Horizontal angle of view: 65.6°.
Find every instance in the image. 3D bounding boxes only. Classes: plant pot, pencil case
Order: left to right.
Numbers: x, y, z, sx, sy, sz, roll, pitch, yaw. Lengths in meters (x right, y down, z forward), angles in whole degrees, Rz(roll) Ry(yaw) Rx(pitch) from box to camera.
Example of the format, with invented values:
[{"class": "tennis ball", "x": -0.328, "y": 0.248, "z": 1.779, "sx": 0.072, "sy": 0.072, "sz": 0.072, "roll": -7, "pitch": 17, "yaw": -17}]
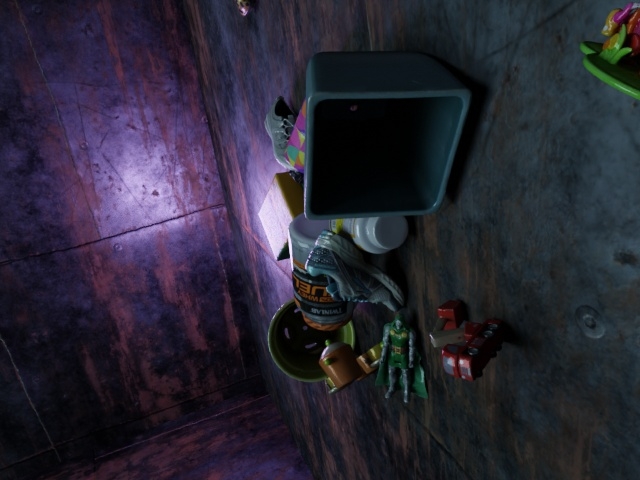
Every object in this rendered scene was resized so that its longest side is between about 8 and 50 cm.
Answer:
[{"class": "plant pot", "x": -0.040, "y": 0.309, "z": 1.676, "sx": 0.254, "sy": 0.276, "sz": 0.275, "roll": 159, "pitch": 94, "yaw": -83}, {"class": "pencil case", "x": -0.005, "y": -0.253, "z": 1.114, "sx": 0.104, "sy": 0.105, "sz": 0.236, "roll": 64, "pitch": 151, "yaw": 26}, {"class": "plant pot", "x": 0.083, "y": -0.214, "z": 0.886, "sx": 0.247, "sy": 0.247, "sz": 0.252, "roll": 93, "pitch": 170, "yaw": -45}]

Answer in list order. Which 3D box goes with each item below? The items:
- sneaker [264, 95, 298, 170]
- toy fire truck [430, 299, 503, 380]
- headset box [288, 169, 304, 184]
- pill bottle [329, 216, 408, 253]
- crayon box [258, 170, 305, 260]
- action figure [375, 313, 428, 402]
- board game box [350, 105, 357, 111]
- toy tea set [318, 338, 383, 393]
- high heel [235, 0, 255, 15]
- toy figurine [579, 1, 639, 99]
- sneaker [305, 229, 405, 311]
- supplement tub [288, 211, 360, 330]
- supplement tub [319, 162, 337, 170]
[{"class": "sneaker", "x": -0.098, "y": -0.322, "z": 1.501, "sx": 0.281, "sy": 0.105, "sz": 0.115, "roll": 59, "pitch": 150, "yaw": 29}, {"class": "toy fire truck", "x": 0.247, "y": 0.171, "z": 0.882, "sx": 0.135, "sy": 0.192, "sz": 0.047, "roll": 2, "pitch": 111, "yaw": 40}, {"class": "headset box", "x": -0.046, "y": -0.193, "z": 1.511, "sx": 0.032, "sy": 0.083, "sz": 0.062, "roll": -56, "pitch": 41, "yaw": 19}, {"class": "pill bottle", "x": 0.109, "y": -0.034, "z": 1.130, "sx": 0.215, "sy": 0.117, "sz": 0.117, "roll": -162, "pitch": 57, "yaw": -68}, {"class": "crayon box", "x": -0.112, "y": -0.093, "z": 1.695, "sx": 0.203, "sy": 0.083, "sz": 0.323, "roll": 67, "pitch": 151, "yaw": 21}, {"class": "action figure", "x": 0.190, "y": 0.279, "z": 1.198, "sx": 0.063, "sy": 0.137, "sz": 0.232, "roll": -44, "pitch": -45, "yaw": -60}, {"class": "board game box", "x": 0.059, "y": -0.318, "z": 1.149, "sx": 0.146, "sy": 0.045, "sz": 0.193, "roll": 92, "pitch": 154, "yaw": -42}, {"class": "toy tea set", "x": 0.083, "y": 0.330, "z": 1.395, "sx": 0.124, "sy": 0.200, "sz": 0.336, "roll": 60, "pitch": 163, "yaw": 18}, {"class": "high heel", "x": -0.287, "y": -0.861, "z": 1.596, "sx": 0.261, "sy": 0.093, "sz": 0.186, "roll": 54, "pitch": 148, "yaw": 25}, {"class": "toy figurine", "x": 0.326, "y": -0.215, "z": 0.432, "sx": 0.173, "sy": 0.130, "sz": 0.159, "roll": -91, "pitch": 15, "yaw": -51}, {"class": "sneaker", "x": 0.077, "y": 0.098, "z": 1.164, "sx": 0.283, "sy": 0.122, "sz": 0.110, "roll": 39, "pitch": 173, "yaw": -22}, {"class": "supplement tub", "x": 0.016, "y": 0.085, "z": 1.378, "sx": 0.193, "sy": 0.194, "sz": 0.315, "roll": -130, "pitch": 29, "yaw": -50}, {"class": "supplement tub", "x": 0.074, "y": -0.129, "z": 1.038, "sx": 0.117, "sy": 0.191, "sz": 0.116, "roll": 164, "pitch": 90, "yaw": -70}]
